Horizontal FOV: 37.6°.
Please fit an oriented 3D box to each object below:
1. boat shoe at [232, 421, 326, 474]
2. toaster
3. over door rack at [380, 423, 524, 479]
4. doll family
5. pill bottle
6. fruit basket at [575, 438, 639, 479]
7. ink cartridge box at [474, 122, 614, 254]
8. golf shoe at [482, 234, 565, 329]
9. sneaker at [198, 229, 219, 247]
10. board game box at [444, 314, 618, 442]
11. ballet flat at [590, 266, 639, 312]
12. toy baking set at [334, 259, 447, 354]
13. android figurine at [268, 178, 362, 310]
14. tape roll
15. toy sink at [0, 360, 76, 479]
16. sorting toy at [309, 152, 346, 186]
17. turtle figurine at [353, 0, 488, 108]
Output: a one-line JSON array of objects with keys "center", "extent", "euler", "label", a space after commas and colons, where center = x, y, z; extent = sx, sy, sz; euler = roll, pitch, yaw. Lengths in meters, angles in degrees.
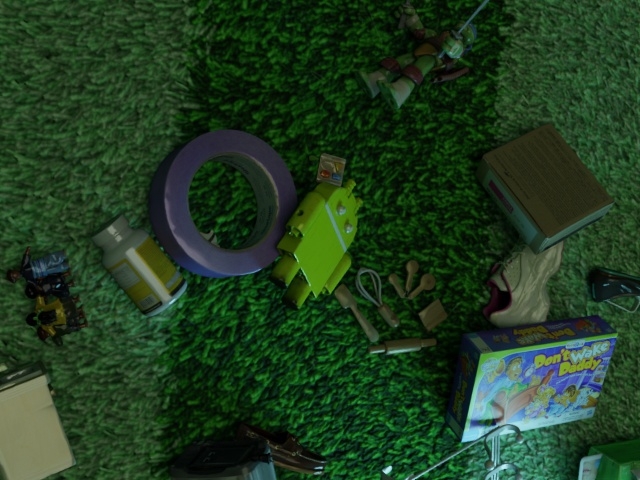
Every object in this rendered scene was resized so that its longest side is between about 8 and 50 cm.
[{"center": [-0.077, 0.417, 1.882], "extent": [0.207, 0.073, 0.073], "euler": [18, 88, -22], "label": "boat shoe"}, {"center": [-0.168, 0.465, 1.783], "extent": [0.226, 0.129, 0.147], "euler": [-8, 106, 23], "label": "toaster"}, {"center": [0.292, 0.547, 1.980], "extent": [0.324, 0.108, 0.240], "euler": [-15, 120, -21], "label": "over door rack"}, {"center": [-0.496, 0.102, 1.705], "extent": [0.111, 0.076, 0.193], "euler": [-18, 94, -16], "label": "doll family"}, {"center": [-0.340, 0.043, 1.746], "extent": [0.103, 0.103, 0.184], "euler": [-41, 106, -16], "label": "pill bottle"}, {"center": [0.725, 0.644, 2.172], "extent": [0.327, 0.165, 0.353], "euler": [-3, 96, -22], "label": "fruit basket"}, {"center": [0.479, -0.114, 2.026], "extent": [0.193, 0.088, 0.235], "euler": [-26, 69, -18], "label": "ink cartridge box"}, {"center": [0.446, 0.058, 2.064], "extent": [0.140, 0.115, 0.306], "euler": [14, 86, -19], "label": "golf shoe"}, {"center": [-0.250, 0.005, 1.818], "extent": [0.109, 0.040, 0.044], "euler": [-11, 92, -30], "label": "sneaker"}, {"center": [0.456, 0.297, 2.043], "extent": [0.347, 0.078, 0.233], "euler": [-6, 120, -21], "label": "board game box"}, {"center": [0.756, 0.122, 2.208], "extent": [0.280, 0.095, 0.096], "euler": [7, 99, -12], "label": "ballet flat"}, {"center": [0.149, 0.146, 1.991], "extent": [0.256, 0.030, 0.197], "euler": [-9, 92, -22], "label": "toy baking set"}, {"center": [0.000, 0.000, 1.849], "extent": [0.273, 0.056, 0.248], "euler": [-55, 147, -24], "label": "android figurine"}, {"center": [-0.183, -0.068, 1.789], "extent": [0.274, 0.090, 0.275], "euler": [3, 83, -30], "label": "tape roll"}, {"center": [-0.530, 0.293, 1.652], "extent": [0.131, 0.153, 0.234], "euler": [-21, 99, -20], "label": "toy sink"}, {"center": [0.011, -0.147, 1.930], "extent": [0.083, 0.012, 0.062], "euler": [13, 87, -22], "label": "sorting toy"}, {"center": [0.195, -0.412, 1.902], "extent": [0.266, 0.275, 0.198], "euler": [-41, 72, -12], "label": "turtle figurine"}]
